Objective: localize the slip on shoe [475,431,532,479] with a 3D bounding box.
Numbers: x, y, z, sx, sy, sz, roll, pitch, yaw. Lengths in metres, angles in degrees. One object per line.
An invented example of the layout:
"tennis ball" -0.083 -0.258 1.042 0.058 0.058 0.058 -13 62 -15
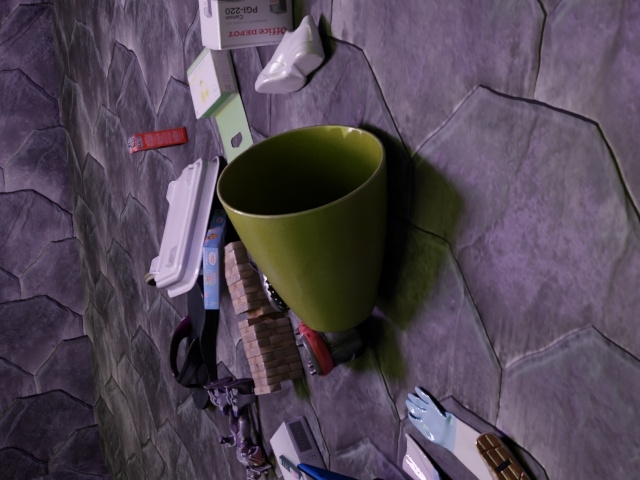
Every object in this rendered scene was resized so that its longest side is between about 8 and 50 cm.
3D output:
"slip on shoe" 0.273 0.343 1.256 0.135 0.051 0.041 55 -174 23

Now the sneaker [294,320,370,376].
"sneaker" 0.025 0.183 1.613 0.276 0.135 0.097 159 85 -86

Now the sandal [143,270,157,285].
"sandal" -0.412 0.099 2.419 0.086 0.120 0.303 63 153 -2

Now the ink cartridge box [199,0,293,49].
"ink cartridge box" -0.140 -0.468 1.583 0.092 0.158 0.218 32 129 55

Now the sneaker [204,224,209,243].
"sneaker" -0.339 0.005 2.277 0.188 0.066 0.071 -45 59 59

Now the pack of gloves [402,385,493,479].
"pack of gloves" 0.192 0.365 1.416 0.232 0.046 0.195 32 130 55

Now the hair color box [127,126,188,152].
"hair color box" -0.426 -0.263 2.251 0.072 0.141 0.043 -5 96 64

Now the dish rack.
"dish rack" -0.341 -0.037 2.113 0.285 0.072 0.333 158 125 -66

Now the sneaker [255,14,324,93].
"sneaker" -0.056 -0.340 1.587 0.212 0.080 0.094 -26 66 56

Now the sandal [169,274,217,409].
"sandal" -0.367 0.292 2.410 0.167 0.107 0.445 46 140 47

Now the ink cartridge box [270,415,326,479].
"ink cartridge box" -0.042 0.568 1.947 0.275 0.060 0.239 65 149 24

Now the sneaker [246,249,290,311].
"sneaker" -0.107 0.048 1.837 0.106 0.078 0.234 130 127 -61

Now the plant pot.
"plant pot" 0.000 0.000 1.443 0.275 0.275 0.293 40 152 51

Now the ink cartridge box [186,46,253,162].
"ink cartridge box" -0.232 -0.306 1.953 0.171 0.056 0.235 -23 78 62

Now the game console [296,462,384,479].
"game console" 0.101 0.517 1.497 0.293 0.173 0.250 -179 79 -68

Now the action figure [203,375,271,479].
"action figure" -0.203 0.491 2.191 0.185 0.099 0.285 -5 100 54

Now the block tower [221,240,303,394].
"block tower" -0.130 0.167 1.913 0.091 0.097 0.335 -29 73 63

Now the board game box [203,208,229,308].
"board game box" -0.245 0.041 2.034 0.211 0.039 0.160 -86 -2 -64
